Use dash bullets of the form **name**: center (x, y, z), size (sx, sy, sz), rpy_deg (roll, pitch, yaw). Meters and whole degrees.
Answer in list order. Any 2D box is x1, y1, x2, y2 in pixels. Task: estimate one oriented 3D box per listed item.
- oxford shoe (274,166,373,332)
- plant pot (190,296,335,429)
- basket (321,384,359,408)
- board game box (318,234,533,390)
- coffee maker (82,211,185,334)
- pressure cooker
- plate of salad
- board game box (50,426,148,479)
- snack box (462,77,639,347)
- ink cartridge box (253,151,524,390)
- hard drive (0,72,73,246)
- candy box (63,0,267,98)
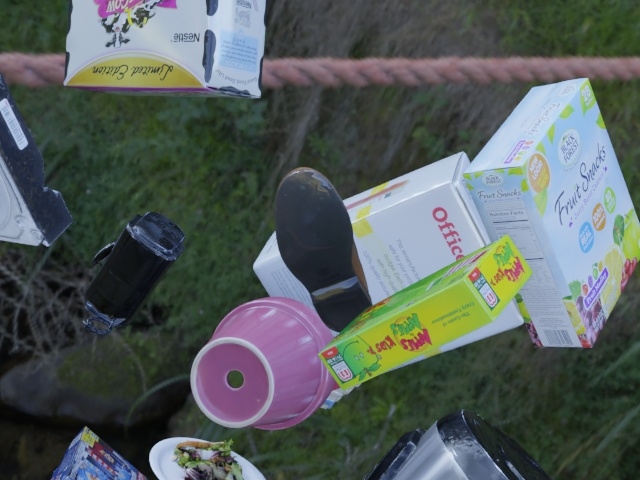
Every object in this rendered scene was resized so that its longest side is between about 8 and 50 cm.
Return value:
- **oxford shoe**: center (0.000, 0.000, 0.991), size (0.076, 0.212, 0.076), rpy_deg (-13, 43, 6)
- **plant pot**: center (-0.095, 0.191, 1.444), size (0.201, 0.201, 0.180), rpy_deg (35, 15, 14)
- **basket**: center (0.032, 0.174, 2.019), size (0.201, 0.289, 0.254), rpy_deg (25, 22, -20)
- **board game box**: center (0.090, 0.066, 0.866), size (0.043, 0.181, 0.092), rpy_deg (56, 41, -3)
- **coffee maker**: center (-0.322, 0.058, 1.710), size (0.120, 0.178, 0.171), rpy_deg (24, 30, -24)
- **pressure cooker**: center (0.179, 0.500, 1.398), size (0.370, 0.420, 0.375), rpy_deg (40, 8, -22)
- **plate of salad**: center (-0.166, 0.354, 1.517), size (0.200, 0.048, 0.200), rpy_deg (23, 14, -6)
- **board game box**: center (-0.342, 0.419, 1.595), size (0.194, 0.060, 0.194), rpy_deg (45, 6, -12)
- **snack box**: center (0.237, -0.027, 0.967), size (0.174, 0.070, 0.207), rpy_deg (-48, 120, -40)
- **ink cartridge box**: center (0.128, 0.057, 1.685), size (0.279, 0.385, 0.160), rpy_deg (61, 25, -16)
- **hard drive**: center (-0.505, -0.114, 1.279), size (0.339, 0.236, 0.064), rpy_deg (9, 44, 29)
- **candy box**: center (-0.120, -0.232, 0.778), size (0.159, 0.233, 0.071), rpy_deg (6, 5, 34)
